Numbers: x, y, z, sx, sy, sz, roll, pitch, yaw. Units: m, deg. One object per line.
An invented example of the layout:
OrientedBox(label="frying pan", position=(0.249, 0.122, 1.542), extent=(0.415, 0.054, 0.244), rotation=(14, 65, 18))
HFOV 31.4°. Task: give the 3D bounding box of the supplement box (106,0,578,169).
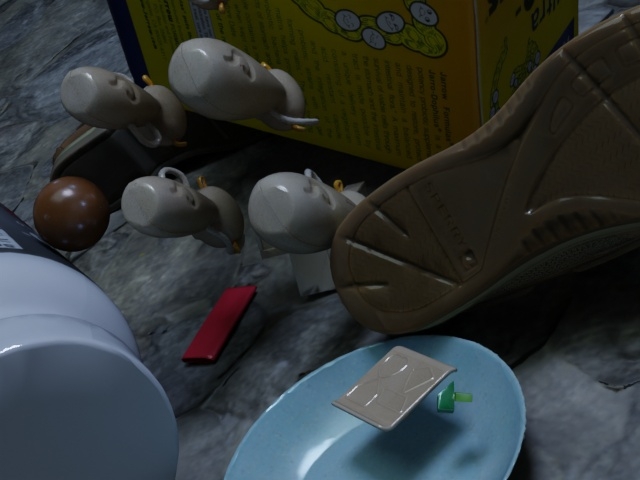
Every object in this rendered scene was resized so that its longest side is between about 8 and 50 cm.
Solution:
OrientedBox(label="supplement box", position=(0.015, -0.213, 0.956), extent=(0.356, 0.195, 0.194), rotation=(17, 51, 27))

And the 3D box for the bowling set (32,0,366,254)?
OrientedBox(label="bowling set", position=(-0.105, -0.072, 0.827), extent=(0.200, 0.287, 0.154), rotation=(-30, -14, 20))

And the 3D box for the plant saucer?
OrientedBox(label="plant saucer", position=(0.033, 0.135, 0.666), extent=(0.195, 0.037, 0.195), rotation=(-23, 30, 14))

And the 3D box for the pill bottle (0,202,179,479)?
OrientedBox(label="pill bottle", position=(-0.250, 0.092, 0.808), extent=(0.210, 0.210, 0.363), rotation=(-39, 31, -15))

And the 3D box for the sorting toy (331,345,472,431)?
OrientedBox(label="sorting toy", position=(0.051, 0.091, 0.667), extent=(0.062, 0.012, 0.083), rotation=(-36, 26, -22))

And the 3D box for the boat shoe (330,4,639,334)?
OrientedBox(label="boat shoe", position=(0.164, -0.048, 0.706), extent=(0.341, 0.122, 0.110), rotation=(-27, -13, 26))

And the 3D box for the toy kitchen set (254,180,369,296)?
OrientedBox(label="toy kitchen set", position=(0.000, 0.000, 0.901), extent=(0.083, 0.068, 0.075), rotation=(-13, 8, 11))

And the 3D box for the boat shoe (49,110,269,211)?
OrientedBox(label="boat shoe", position=(-0.146, -0.140, 1.174), extent=(0.307, 0.111, 0.104), rotation=(-24, 31, 9))

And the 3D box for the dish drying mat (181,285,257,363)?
OrientedBox(label="dish drying mat", position=(-0.079, 0.066, 0.902), extent=(0.032, 0.008, 0.083), rotation=(-7, 35, 33))
